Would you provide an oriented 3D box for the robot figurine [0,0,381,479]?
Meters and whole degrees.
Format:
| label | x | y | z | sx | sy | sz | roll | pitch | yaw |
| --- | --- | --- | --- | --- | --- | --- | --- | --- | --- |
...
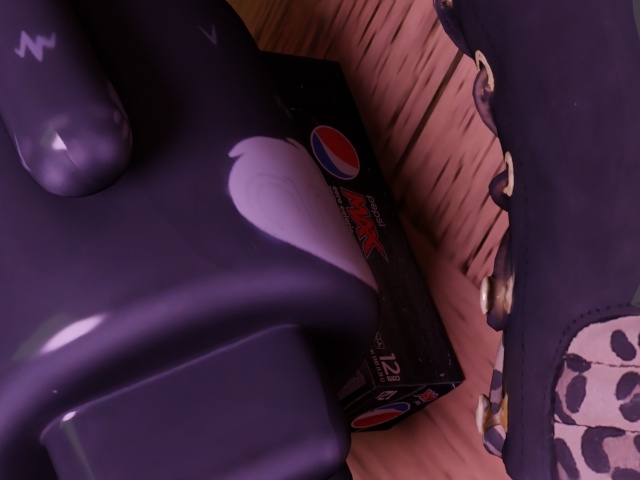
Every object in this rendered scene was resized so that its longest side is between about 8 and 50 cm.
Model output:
| label | x | y | z | sx | sy | sz | roll | pitch | yaw |
| --- | --- | --- | --- | --- | --- | --- | --- | --- | --- |
| robot figurine | -0.086 | -0.004 | 0.585 | 0.209 | 0.173 | 0.278 | -47 | 58 | 37 |

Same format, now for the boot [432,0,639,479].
| label | x | y | z | sx | sy | sz | roll | pitch | yaw |
| --- | --- | --- | --- | --- | --- | --- | --- | --- | --- |
| boot | 0.078 | -0.062 | 0.538 | 0.377 | 0.138 | 0.284 | -1 | 91 | 45 |

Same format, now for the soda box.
| label | x | y | z | sx | sy | sz | roll | pitch | yaw |
| --- | --- | --- | --- | --- | --- | --- | --- | --- | --- |
| soda box | 0.000 | 0.000 | 0.666 | 0.053 | 0.060 | 0.169 | -37 | 63 | 38 |
